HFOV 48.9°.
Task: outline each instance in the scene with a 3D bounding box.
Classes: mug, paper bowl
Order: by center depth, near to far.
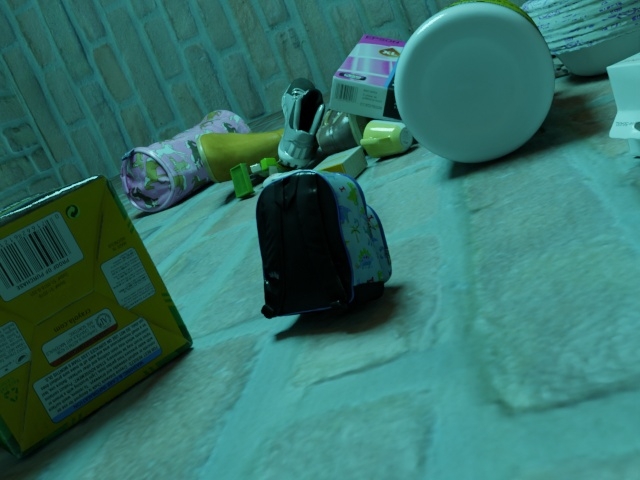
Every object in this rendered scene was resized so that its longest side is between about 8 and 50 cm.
[{"bbox_3d":[0.472,-0.356,1.099,0.284,0.148,0.284,-21,15,6],"label":"paper bowl"},{"bbox_3d":[0.108,-0.158,1.127,0.064,0.062,0.078,5,47,44],"label":"mug"}]

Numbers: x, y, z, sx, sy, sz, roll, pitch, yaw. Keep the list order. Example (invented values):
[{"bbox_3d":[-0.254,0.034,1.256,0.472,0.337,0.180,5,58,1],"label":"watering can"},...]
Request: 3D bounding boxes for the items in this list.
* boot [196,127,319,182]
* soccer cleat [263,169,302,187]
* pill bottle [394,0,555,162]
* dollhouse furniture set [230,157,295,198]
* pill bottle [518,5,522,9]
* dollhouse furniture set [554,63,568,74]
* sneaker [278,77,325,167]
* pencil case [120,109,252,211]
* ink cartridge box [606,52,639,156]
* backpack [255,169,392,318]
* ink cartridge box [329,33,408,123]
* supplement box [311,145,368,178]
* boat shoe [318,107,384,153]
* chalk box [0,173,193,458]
[{"bbox_3d":[-0.114,-0.193,1.416,0.211,0.104,0.295,-17,2,10],"label":"boot"},{"bbox_3d":[-0.067,-0.106,1.247,0.083,0.029,0.035,-13,13,19],"label":"soccer cleat"},{"bbox_3d":[0.214,-0.234,0.963,0.188,0.187,0.334,-17,15,19],"label":"pill bottle"},{"bbox_3d":[-0.100,-0.119,1.355,0.076,0.058,0.152,-21,-7,38],"label":"dollhouse furniture set"},{"bbox_3d":[0.388,-0.412,1.480,0.221,0.121,0.121,-23,14,-3],"label":"pill bottle"},{"bbox_3d":[0.407,-0.326,1.251,0.081,0.091,0.114,6,25,31],"label":"dollhouse furniture set"},{"bbox_3d":[-0.022,-0.257,1.340,0.086,0.132,0.228,11,53,-12],"label":"sneaker"},{"bbox_3d":[-0.320,-0.204,1.730,0.160,0.167,0.386,-53,-6,36],"label":"pencil case"},{"bbox_3d":[0.334,-0.133,0.620,0.143,0.089,0.092,-25,15,-12],"label":"ink cartridge box"},{"bbox_3d":[0.000,0.000,0.591,0.105,0.114,0.084,-13,-3,38],"label":"backpack"},{"bbox_3d":[0.141,-0.309,1.290,0.176,0.069,0.371,13,30,8],"label":"ink cartridge box"},{"bbox_3d":[0.028,-0.110,1.101,0.062,0.036,0.098,-15,16,28],"label":"supplement box"},{"bbox_3d":[0.057,-0.241,1.375,0.123,0.123,0.342,-20,22,16],"label":"boat shoe"},{"bbox_3d":[-0.294,0.064,0.683,0.180,0.179,0.289,-33,17,-34],"label":"chalk box"}]
